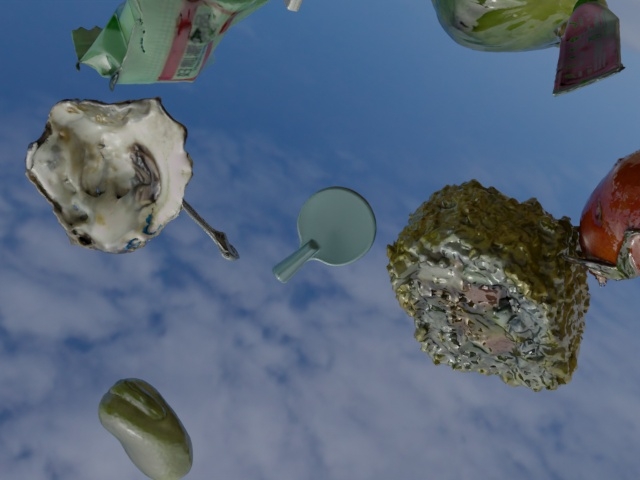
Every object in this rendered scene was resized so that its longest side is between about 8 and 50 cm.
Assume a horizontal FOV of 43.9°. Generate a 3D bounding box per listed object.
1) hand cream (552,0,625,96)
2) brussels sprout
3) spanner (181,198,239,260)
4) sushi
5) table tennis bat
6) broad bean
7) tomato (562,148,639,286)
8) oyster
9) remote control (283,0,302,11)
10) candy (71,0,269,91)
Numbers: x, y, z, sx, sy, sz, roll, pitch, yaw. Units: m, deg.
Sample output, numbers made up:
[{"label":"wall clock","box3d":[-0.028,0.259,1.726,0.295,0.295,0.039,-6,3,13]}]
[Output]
[{"label":"hand cream","box3d":[0.358,-0.263,1.055,0.050,0.079,0.275,35,-142,-7]},{"label":"brussels sprout","box3d":[0.329,-0.454,1.306,0.314,0.276,0.371,15,175,2]},{"label":"spanner","box3d":[-0.325,-0.057,2.099,0.325,0.026,0.093,47,-165,-26]},{"label":"sushi","box3d":[0.310,0.085,1.502,0.351,0.397,0.240,6,-132,33]},{"label":"table tennis bat","box3d":[0.000,0.000,1.530,0.153,0.244,0.040,49,-158,0]},{"label":"broad bean","box3d":[-0.245,0.269,1.137,0.174,0.124,0.082,55,-133,-23]},{"label":"tomato","box3d":[0.542,-0.068,1.300,0.170,0.309,0.309,57,-153,-13]},{"label":"oyster","box3d":[-0.256,-0.086,1.007,0.222,0.214,0.083,-8,-150,14]},{"label":"remote control","box3d":[-0.025,-0.494,1.357,0.029,0.190,0.087,5,-136,-28]},{"label":"candy","box3d":[-0.224,-0.358,1.270,0.263,0.398,0.172,-12,-94,-31]}]
